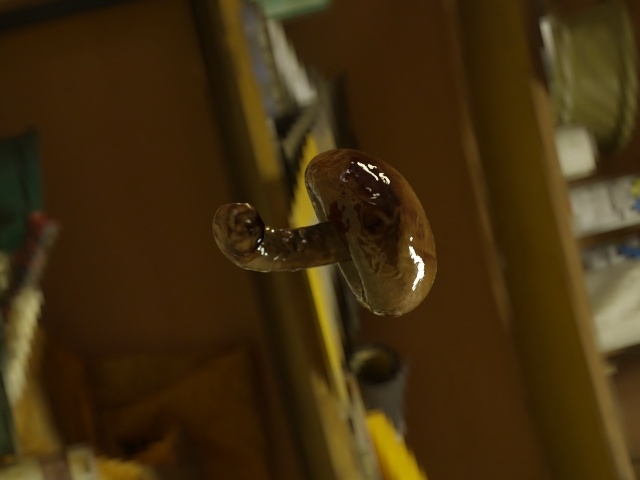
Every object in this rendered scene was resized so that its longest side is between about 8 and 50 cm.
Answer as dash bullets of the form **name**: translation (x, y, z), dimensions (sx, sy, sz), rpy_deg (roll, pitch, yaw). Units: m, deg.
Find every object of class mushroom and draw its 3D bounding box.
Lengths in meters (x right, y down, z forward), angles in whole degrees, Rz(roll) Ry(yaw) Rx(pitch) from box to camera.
- **mushroom**: translation (0.009, -0.005, 0.919), dimensions (0.129, 0.073, 0.088), rpy_deg (8, 54, -51)
